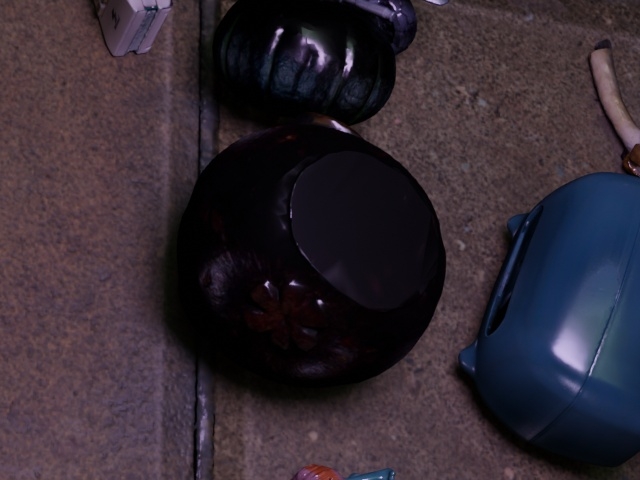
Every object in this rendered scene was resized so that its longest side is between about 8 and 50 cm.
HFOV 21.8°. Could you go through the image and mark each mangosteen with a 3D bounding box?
[{"bbox_3d":[0.001,0.000,1.636,0.287,0.233,0.288,9,68,-24],"label":"mangosteen"}]

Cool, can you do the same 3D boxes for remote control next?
[{"bbox_3d":[-0.227,-0.341,1.764,0.055,0.103,0.277,-11,73,-24],"label":"remote control"}]

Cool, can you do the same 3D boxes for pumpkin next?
[{"bbox_3d":[-0.017,-0.187,1.741,0.202,0.202,0.140,15,99,-16],"label":"pumpkin"}]

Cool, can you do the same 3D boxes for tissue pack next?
[{"bbox_3d":[0.278,0.073,1.738,0.206,0.198,0.287,25,63,-5],"label":"tissue pack"}]

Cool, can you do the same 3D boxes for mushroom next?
[{"bbox_3d":[0.359,-0.159,1.955,0.060,0.061,0.187,-13,70,-21],"label":"mushroom"}]

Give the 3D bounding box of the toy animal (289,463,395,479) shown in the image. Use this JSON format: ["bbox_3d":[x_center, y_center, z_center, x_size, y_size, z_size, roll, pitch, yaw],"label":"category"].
[{"bbox_3d":[-0.013,0.280,1.589,0.208,0.103,0.100,-28,124,-32],"label":"toy animal"}]

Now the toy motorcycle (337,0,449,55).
[{"bbox_3d":[0.017,-0.345,1.826,0.108,0.173,0.307,-35,83,-31],"label":"toy motorcycle"}]
